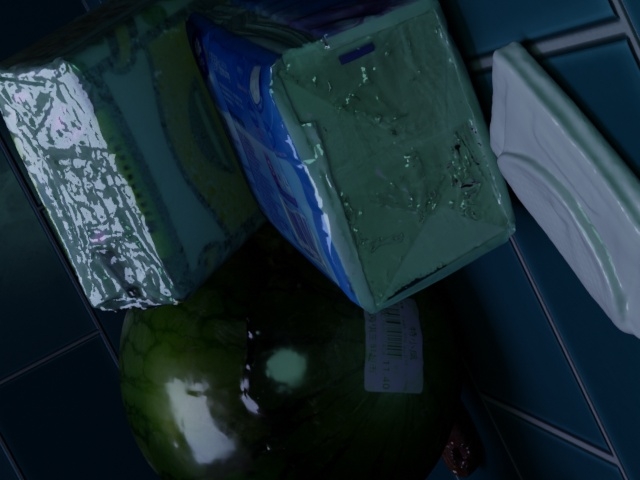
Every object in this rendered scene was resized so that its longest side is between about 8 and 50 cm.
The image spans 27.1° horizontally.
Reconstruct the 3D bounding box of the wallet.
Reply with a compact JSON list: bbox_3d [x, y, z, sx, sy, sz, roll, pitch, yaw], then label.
[{"bbox_3d":[0.155,-0.025,0.798,0.183,0.032,0.124,58,167,29],"label":"wallet"}]

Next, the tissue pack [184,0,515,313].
[{"bbox_3d":[0.015,-0.090,1.005,0.198,0.146,0.263,68,171,-22],"label":"tissue pack"}]

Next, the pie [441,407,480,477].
[{"bbox_3d":[0.138,0.205,1.527,0.154,0.036,0.154,59,171,15],"label":"pie"}]

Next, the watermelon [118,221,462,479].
[{"bbox_3d":[-0.031,0.125,1.304,0.363,0.363,0.363,59,170,17],"label":"watermelon"}]

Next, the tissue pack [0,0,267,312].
[{"bbox_3d":[-0.117,-0.114,1.176,0.128,0.311,0.228,-3,118,36],"label":"tissue pack"}]
